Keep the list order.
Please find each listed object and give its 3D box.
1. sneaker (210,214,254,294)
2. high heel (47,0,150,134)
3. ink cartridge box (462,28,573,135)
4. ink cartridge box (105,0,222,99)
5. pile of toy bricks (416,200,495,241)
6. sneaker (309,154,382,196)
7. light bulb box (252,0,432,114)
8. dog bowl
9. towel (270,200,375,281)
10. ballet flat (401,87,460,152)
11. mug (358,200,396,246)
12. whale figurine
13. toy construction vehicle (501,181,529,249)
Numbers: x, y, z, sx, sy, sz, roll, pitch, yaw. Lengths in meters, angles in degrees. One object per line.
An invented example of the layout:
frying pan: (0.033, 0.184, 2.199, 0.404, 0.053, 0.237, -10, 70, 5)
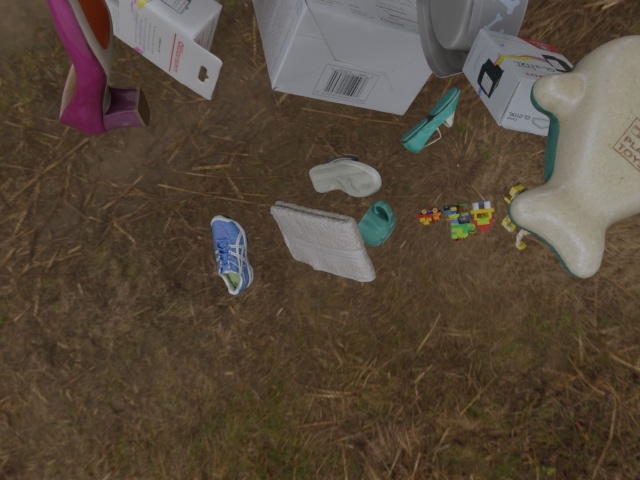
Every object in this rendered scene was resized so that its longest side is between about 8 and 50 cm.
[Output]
sneaker: (-0.217, 0.037, 1.412, 0.080, 0.081, 0.211, -9, 115, 17)
high heel: (-0.435, -0.307, 0.988, 0.182, 0.377, 0.127, -2, 60, 2)
ink cartridge box: (0.296, -0.225, 0.824, 0.128, 0.175, 0.072, 7, 129, -14)
ink cartridge box: (-0.351, -0.496, 1.295, 0.354, 0.207, 0.119, 36, 69, -9)
pile of toy bricks: (0.390, -0.049, 1.635, 0.212, 0.118, 0.105, -6, 93, 24)
sneaker: (0.111, -0.234, 1.963, 0.350, 0.148, 0.131, 14, 128, 53)
light bulb box: (0.054, -0.521, 1.344, 0.225, 0.358, 0.360, -55, 38, 46)
dog bowl: (0.257, -0.464, 1.004, 0.102, 0.349, 0.348, -4, 97, -5)
towel: (0.000, 0.000, 1.432, 0.282, 0.049, 0.187, 14, 139, 42)
ballet flat: (0.372, -0.378, 1.863, 0.087, 0.083, 0.247, 42, 101, -19)
mug: (0.173, -0.046, 1.771, 0.097, 0.158, 0.129, 35, 88, 3)
whale figurine: (0.292, -0.082, 0.603, 0.216, 0.141, 0.272, 41, 74, 0)
toy construction vehicle: (0.363, -0.043, 1.061, 0.086, 0.035, 0.098, 57, 150, 37)
